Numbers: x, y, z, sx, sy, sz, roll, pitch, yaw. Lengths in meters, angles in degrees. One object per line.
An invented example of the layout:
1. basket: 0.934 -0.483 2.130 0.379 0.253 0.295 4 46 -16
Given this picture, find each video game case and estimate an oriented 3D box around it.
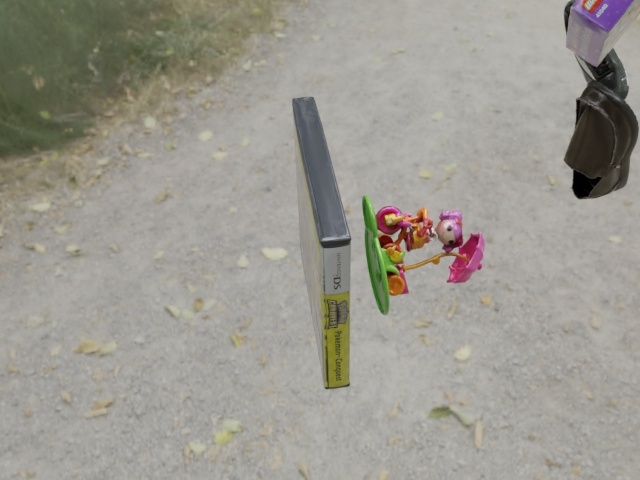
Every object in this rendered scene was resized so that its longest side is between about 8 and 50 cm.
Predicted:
1. video game case: 0.000 0.000 0.917 0.035 0.248 0.274 -6 43 -5

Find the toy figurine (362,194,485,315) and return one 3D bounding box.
1. toy figurine: 0.149 0.006 1.037 0.159 0.173 0.130 -11 15 -4

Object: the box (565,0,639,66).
1. box: 0.417 -0.365 0.905 0.057 0.293 0.201 40 11 13

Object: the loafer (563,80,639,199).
1. loafer: 0.377 -0.122 1.011 0.078 0.220 0.080 -37 50 -5

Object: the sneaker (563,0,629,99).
1. sneaker: 0.535 -0.374 1.460 0.078 0.234 0.106 -23 2 31
